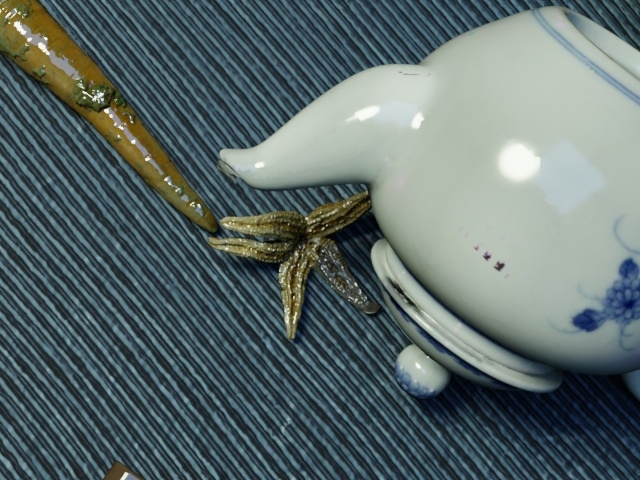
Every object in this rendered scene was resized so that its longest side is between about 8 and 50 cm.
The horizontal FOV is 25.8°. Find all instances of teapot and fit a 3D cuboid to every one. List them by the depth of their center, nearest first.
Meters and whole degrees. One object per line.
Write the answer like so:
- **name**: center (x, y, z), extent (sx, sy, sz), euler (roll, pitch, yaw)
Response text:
- **teapot**: center (0.137, -0.001, 0.935), extent (0.424, 0.252, 0.280), euler (27, 111, -20)

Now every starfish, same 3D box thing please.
- **starfish**: center (0.000, 0.000, 1.015), extent (0.130, 0.041, 0.133), euler (-43, 109, -7)

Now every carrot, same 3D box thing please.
- **carrot**: center (-0.163, -0.098, 1.029), extent (0.049, 0.049, 0.254), euler (-44, 88, -12)

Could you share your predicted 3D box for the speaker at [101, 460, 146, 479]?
- **speaker**: center (-0.125, 0.284, 0.880), extent (0.192, 0.153, 0.231), euler (33, 77, 4)
